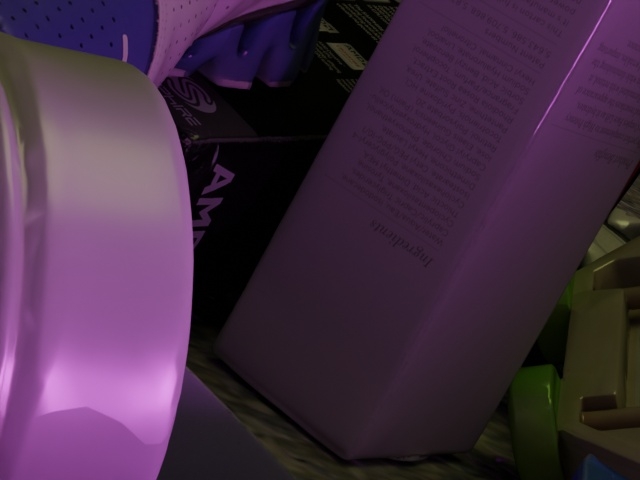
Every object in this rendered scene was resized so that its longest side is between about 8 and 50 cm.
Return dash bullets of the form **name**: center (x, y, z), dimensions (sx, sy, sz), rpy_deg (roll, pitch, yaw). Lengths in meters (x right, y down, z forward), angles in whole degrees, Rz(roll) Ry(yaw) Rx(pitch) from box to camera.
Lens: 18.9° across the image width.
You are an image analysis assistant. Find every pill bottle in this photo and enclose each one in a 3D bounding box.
- **pill bottle**: center (-0.135, 0.004, 0.310), dimensions (0.208, 0.119, 0.119), rpy_deg (7, 21, -28)

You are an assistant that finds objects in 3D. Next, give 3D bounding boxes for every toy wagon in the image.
- **toy wagon**: center (0.232, 0.031, 0.901), dimensions (0.267, 0.068, 0.344), rpy_deg (-7, 23, 14)

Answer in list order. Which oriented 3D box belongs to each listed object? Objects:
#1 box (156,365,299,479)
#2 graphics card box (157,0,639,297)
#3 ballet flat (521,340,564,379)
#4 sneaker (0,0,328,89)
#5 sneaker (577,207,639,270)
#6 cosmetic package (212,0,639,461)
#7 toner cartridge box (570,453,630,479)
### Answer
- **box**: center (-0.091, 0.014, 0.513), dimensions (0.186, 0.038, 0.145), rpy_deg (29, -17, 51)
- **graphics card box**: center (-0.022, -0.086, 0.926), dimensions (0.233, 0.094, 0.371), rpy_deg (45, 28, 26)
- **ballet flat**: center (0.233, 0.099, 1.054), dimensions (0.280, 0.095, 0.096), rpy_deg (13, 28, -27)
- **sneaker**: center (-0.053, -0.141, 0.674), dimensions (0.127, 0.182, 0.315), rpy_deg (33, 24, 10)
- **sneaker**: center (0.109, -0.015, 1.196), dimensions (0.118, 0.110, 0.292), rpy_deg (4, 26, -47)
- **cosmetic package**: center (0.063, -0.029, 0.778), dimensions (0.085, 0.231, 0.117), rpy_deg (36, 12, 27)
- **toner cartridge box**: center (0.096, 0.148, 0.344), dimensions (0.165, 0.075, 0.348), rpy_deg (31, 10, 3)
